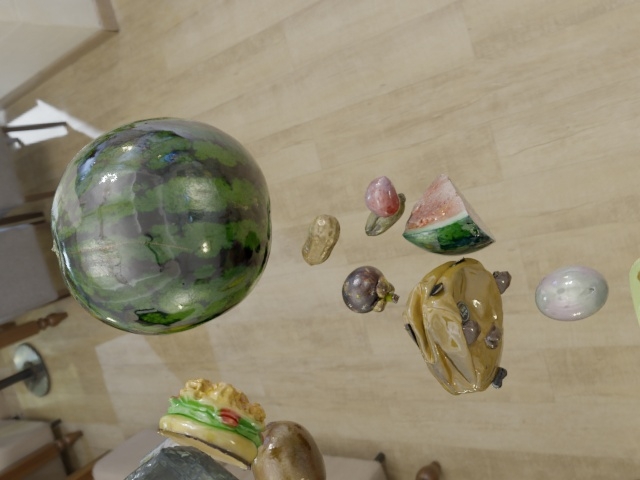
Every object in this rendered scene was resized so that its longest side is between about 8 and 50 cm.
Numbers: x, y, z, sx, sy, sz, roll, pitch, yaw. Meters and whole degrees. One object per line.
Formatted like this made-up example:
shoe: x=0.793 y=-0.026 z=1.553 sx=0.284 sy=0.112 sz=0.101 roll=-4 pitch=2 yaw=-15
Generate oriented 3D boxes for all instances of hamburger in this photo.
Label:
hamburger: x=-0.222 y=0.389 z=1.183 sx=0.236 sy=0.149 sz=0.237 roll=15 pitch=149 yaw=10

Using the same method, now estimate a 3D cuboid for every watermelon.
watermelon: x=-0.203 y=-0.015 z=0.718 sx=0.284 sy=0.285 sz=0.286 roll=11 pitch=110 yaw=32
watermelon: x=0.382 y=-0.035 z=1.669 sx=0.222 sy=0.319 sz=0.292 roll=-34 pitch=128 yaw=15

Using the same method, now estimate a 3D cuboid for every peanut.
peanut: x=0.000 y=0.000 z=1.657 sx=0.095 sy=0.108 sz=0.226 roll=12 pitch=141 yaw=-9

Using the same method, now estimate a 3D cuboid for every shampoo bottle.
shampoo bottle: x=-0.375 y=0.530 z=1.380 sx=0.214 sy=0.072 sz=0.072 roll=-41 pitch=79 yaw=21

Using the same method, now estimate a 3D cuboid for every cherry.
cherry: x=0.169 y=-0.120 z=1.534 sx=0.106 sy=0.087 sz=0.126 roll=17 pitch=152 yaw=42

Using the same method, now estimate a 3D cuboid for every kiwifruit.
kiwifruit: x=-0.087 y=0.592 z=1.439 sx=0.195 sy=0.195 sz=0.234 roll=-28 pitch=80 yaw=37

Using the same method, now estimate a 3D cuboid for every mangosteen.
mangosteen: x=0.191 y=0.197 z=2.047 sx=0.217 sy=0.192 sz=0.192 roll=25 pitch=117 yaw=24

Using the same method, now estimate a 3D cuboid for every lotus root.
lotus root: x=0.212 y=-0.082 z=1.759 sx=0.080 sy=0.089 sz=0.179 roll=30 pitch=116 yaw=-23

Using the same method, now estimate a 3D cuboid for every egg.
egg: x=0.472 y=0.100 z=1.025 sx=0.135 sy=0.103 sz=0.103 roll=-29 pitch=87 yaw=41

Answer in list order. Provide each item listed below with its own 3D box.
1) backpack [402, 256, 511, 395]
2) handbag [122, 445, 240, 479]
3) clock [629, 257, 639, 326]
backpack: x=0.403 y=0.241 z=1.529 sx=0.201 sy=0.353 sz=0.378 roll=-9 pitch=116 yaw=45
handbag: x=-0.214 y=0.392 z=0.701 sx=0.175 sy=0.270 sz=0.089 roll=44 pitch=164 yaw=13
clock: x=0.656 y=0.156 z=0.894 sx=0.235 sy=0.096 sz=0.309 roll=154 pitch=107 yaw=-68
